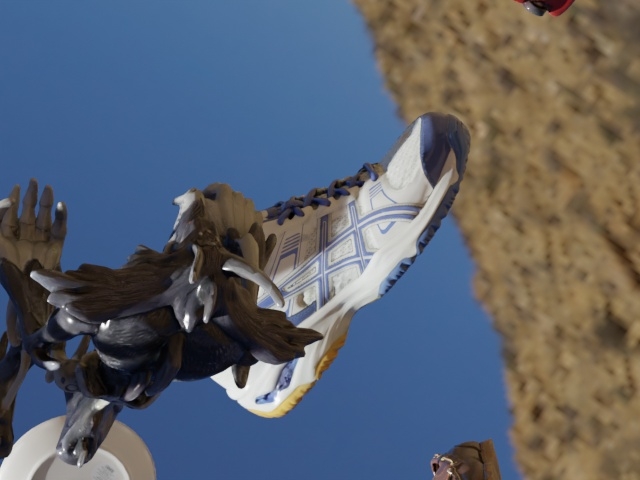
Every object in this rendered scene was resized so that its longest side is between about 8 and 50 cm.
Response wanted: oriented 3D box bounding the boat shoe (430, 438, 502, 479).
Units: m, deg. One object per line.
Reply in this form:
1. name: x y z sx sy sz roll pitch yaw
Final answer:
1. boat shoe: 0.139 0.241 1.836 0.073 0.073 0.207 -11 -176 3

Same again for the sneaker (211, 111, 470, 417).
1. sneaker: 0.000 0.000 1.574 0.131 0.296 0.112 38 -179 -8

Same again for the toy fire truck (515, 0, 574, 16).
1. toy fire truck: 0.095 -0.240 1.420 0.192 0.047 0.135 16 -148 -29

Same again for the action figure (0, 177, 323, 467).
1. action figure: -0.108 0.031 1.045 0.164 0.276 0.141 9 -116 -29

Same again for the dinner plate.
1. dinner plate: -0.212 0.218 1.687 0.141 0.141 0.017 27 -171 -24
